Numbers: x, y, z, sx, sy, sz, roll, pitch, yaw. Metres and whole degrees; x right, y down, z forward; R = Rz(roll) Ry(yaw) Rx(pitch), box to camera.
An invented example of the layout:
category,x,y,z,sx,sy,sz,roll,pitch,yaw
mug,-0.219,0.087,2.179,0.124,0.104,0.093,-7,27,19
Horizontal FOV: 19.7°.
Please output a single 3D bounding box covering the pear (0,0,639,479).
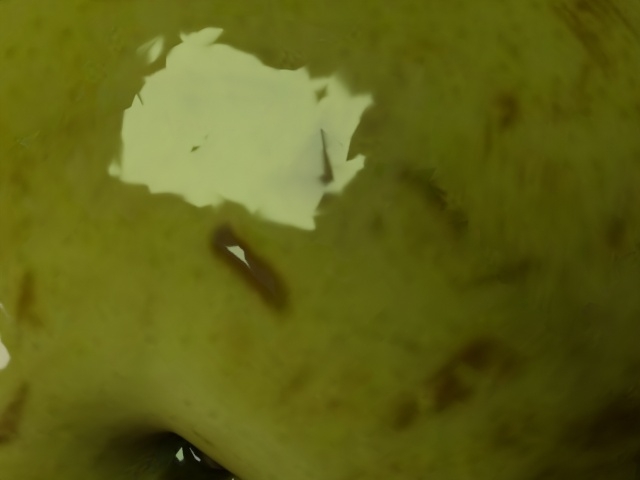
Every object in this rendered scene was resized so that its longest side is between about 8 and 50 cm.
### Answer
category,x,y,z,sx,sy,sz,roll,pitch,yaw
pear,0.000,0.000,0.508,0.281,0.280,0.280,-8,64,16
